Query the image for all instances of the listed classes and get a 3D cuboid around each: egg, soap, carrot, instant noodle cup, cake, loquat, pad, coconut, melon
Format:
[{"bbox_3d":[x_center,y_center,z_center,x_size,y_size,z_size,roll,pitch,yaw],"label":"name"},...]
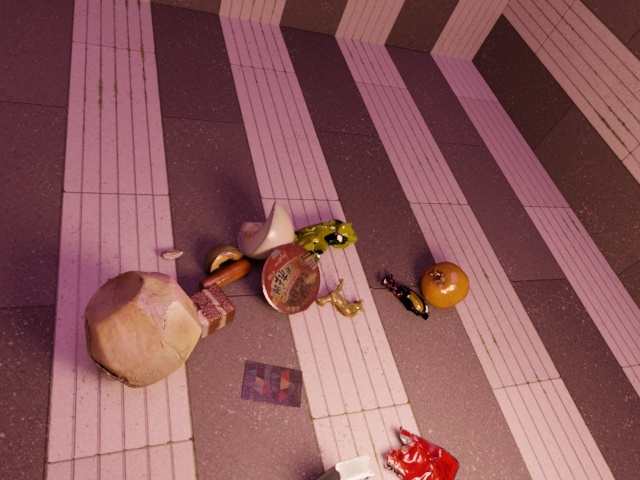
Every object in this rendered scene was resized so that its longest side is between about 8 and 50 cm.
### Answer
[{"bbox_3d":[-0.198,-0.013,1.947,0.161,0.271,0.207,23,48,-32],"label":"egg"},{"bbox_3d":[0.071,0.726,1.484,0.118,0.198,0.067,-3,54,-25],"label":"soap"},{"bbox_3d":[-0.358,0.134,1.862,0.225,0.067,0.067,-30,69,-36],"label":"carrot"},{"bbox_3d":[-0.131,0.151,1.895,0.273,0.090,0.274,4,84,-35],"label":"instant noodle cup"},{"bbox_3d":[-0.395,0.251,1.714,0.147,0.135,0.135,-34,72,-29],"label":"cake"},{"bbox_3d":[0.541,0.192,2.114,0.207,0.208,0.208,12,50,-15],"label":"loquat"},{"bbox_3d":[-0.166,0.502,1.693,0.211,0.003,0.143,14,50,-14],"label":"pad"},{"bbox_3d":[-0.544,0.278,1.520,0.352,0.353,0.353,12,50,-15],"label":"coconut"},{"bbox_3d":[-0.392,0.051,1.886,0.160,0.079,0.128,-30,43,-24],"label":"melon"}]

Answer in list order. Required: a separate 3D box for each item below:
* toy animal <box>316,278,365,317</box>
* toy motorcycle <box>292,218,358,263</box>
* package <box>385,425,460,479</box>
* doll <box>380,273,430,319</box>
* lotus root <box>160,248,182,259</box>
[{"bbox_3d":[0.089,0.259,1.965,0.181,0.073,0.136,45,57,-1],"label":"toy animal"},{"bbox_3d":[0.001,-0.002,2.077,0.342,0.142,0.206,-12,61,-29],"label":"toy motorcycle"},{"bbox_3d":[0.352,0.770,1.664,0.269,0.071,0.194,38,63,3],"label":"package"},{"bbox_3d":[0.372,0.241,2.081,0.127,0.088,0.248,-30,66,-38],"label":"doll"},{"bbox_3d":[-0.571,0.053,1.858,0.083,0.030,0.037,-8,26,-32],"label":"lotus root"}]
